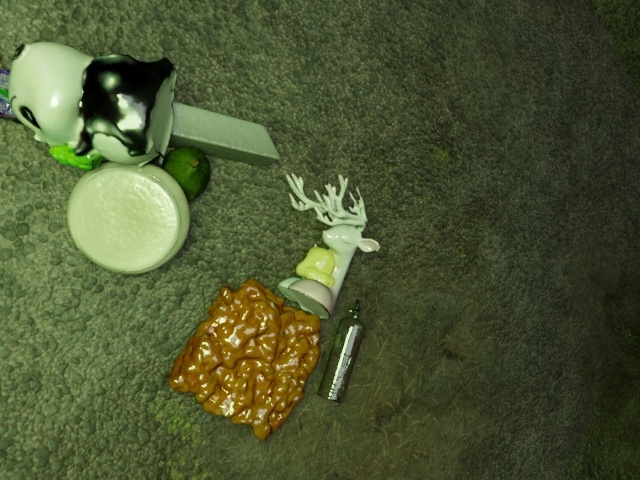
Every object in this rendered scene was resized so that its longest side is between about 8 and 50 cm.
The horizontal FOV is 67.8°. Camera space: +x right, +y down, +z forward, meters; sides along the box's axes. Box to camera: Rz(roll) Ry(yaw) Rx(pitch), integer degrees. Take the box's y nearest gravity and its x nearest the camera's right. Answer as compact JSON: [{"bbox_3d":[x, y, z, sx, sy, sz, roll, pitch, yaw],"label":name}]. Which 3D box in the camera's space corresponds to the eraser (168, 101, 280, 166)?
[{"bbox_3d":[-0.265,-0.244,1.069,0.352,0.111,0.077,9,83,-29],"label":"eraser"}]

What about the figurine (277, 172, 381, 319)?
[{"bbox_3d":[0.012,0.003,1.181,0.284,0.206,0.316,42,65,-34],"label":"figurine"}]

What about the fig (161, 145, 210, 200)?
[{"bbox_3d":[-0.288,-0.154,1.020,0.117,0.177,0.117,2,83,-14],"label":"fig"}]

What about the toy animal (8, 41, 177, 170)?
[{"bbox_3d":[-0.401,-0.230,0.842,0.266,0.212,0.213,4,87,-7],"label":"toy animal"}]

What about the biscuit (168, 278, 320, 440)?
[{"bbox_3d":[-0.155,0.270,1.125,0.312,0.110,0.318,37,72,-23],"label":"biscuit"}]

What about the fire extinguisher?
[{"bbox_3d":[0.064,0.290,1.263,0.072,0.089,0.268,16,78,16],"label":"fire extinguisher"}]

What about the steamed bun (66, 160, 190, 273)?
[{"bbox_3d":[-0.382,-0.051,0.973,0.231,0.145,0.232,-1,100,-7],"label":"steamed bun"}]

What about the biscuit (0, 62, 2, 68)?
[{"bbox_3d":[-0.677,-0.342,0.870,0.170,0.050,0.170,-8,104,-37],"label":"biscuit"}]

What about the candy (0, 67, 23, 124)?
[{"bbox_3d":[-0.592,-0.273,0.879,0.312,0.061,0.088,13,83,-41],"label":"candy"}]
